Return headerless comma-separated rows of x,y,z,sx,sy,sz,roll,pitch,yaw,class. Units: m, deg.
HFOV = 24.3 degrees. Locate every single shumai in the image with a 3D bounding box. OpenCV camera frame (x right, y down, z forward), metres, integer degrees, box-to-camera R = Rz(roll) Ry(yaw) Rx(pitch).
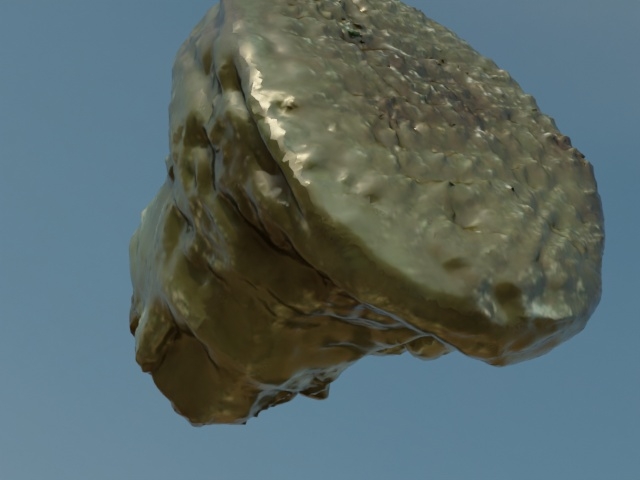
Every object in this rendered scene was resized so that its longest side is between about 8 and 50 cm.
0.000,0.000,1.154,0.324,0.397,0.323,13,-52,-37,shumai
